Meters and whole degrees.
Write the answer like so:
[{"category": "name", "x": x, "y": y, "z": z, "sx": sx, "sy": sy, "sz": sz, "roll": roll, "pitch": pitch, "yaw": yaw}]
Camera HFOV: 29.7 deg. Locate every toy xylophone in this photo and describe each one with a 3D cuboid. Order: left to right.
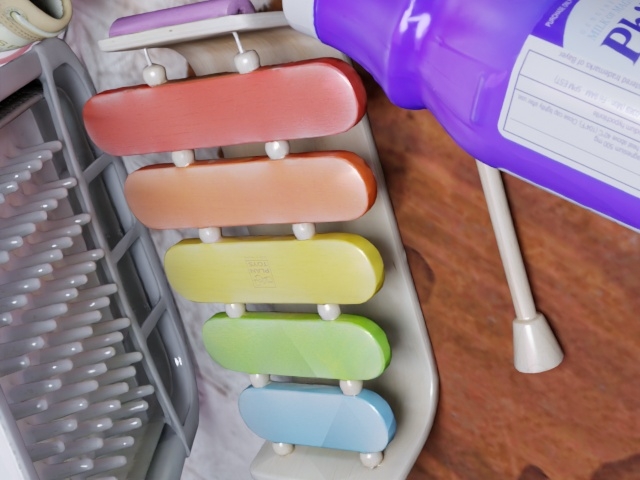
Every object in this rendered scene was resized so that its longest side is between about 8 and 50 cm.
[{"category": "toy xylophone", "x": 0.000, "y": 0.000, "z": 0.703, "sx": 0.236, "sy": 0.081, "sz": 0.322, "roll": -11, "pitch": 109, "yaw": 41}]

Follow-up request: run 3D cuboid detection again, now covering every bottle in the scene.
[{"category": "bottle", "x": 0.115, "y": -0.075, "z": 0.541, "sx": 0.283, "sy": 0.118, "sz": 0.092, "roll": 28, "pitch": 129, "yaw": 23}]

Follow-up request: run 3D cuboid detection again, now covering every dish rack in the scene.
[{"category": "dish rack", "x": -0.161, "y": 0.044, "z": 0.691, "sx": 0.072, "sy": 0.333, "sz": 0.285, "roll": -15, "pitch": 106, "yaw": 6}]

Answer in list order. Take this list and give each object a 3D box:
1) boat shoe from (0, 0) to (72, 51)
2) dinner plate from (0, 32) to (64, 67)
[{"category": "boat shoe", "x": -0.225, "y": -0.235, "z": 0.655, "sx": 0.089, "sy": 0.104, "sz": 0.285, "roll": -6, "pitch": 123, "yaw": 35}, {"category": "dinner plate", "x": -0.236, "y": -0.166, "z": 0.802, "sx": 0.141, "sy": 0.017, "sz": 0.141, "roll": 2, "pitch": 119, "yaw": 4}]
